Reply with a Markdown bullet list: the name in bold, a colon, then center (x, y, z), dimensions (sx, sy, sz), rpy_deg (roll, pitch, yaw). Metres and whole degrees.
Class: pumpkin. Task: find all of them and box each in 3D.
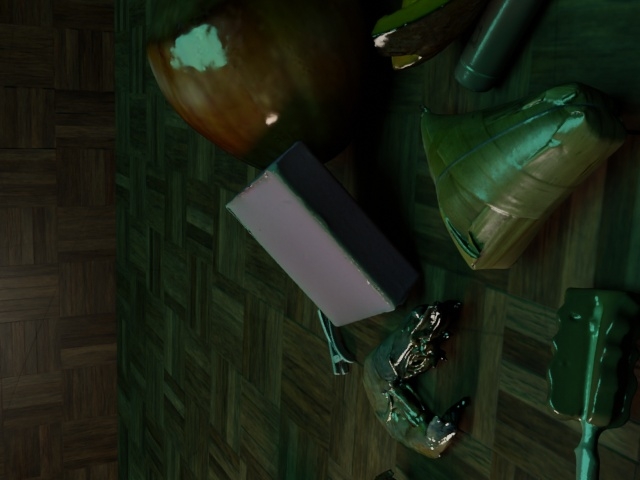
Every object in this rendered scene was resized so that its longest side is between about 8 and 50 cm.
- **pumpkin**: center (0.157, -0.289, 0.855), dimensions (0.149, 0.130, 0.254), rpy_deg (-5, 51, 26)

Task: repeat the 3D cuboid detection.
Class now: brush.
- **brush**: center (0.252, 0.193, 0.693), dimensions (0.084, 0.071, 0.301), rpy_deg (-6, 73, 58)

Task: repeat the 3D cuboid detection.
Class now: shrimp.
- **shrimp**: center (0.131, 0.197, 0.983), dimensions (0.178, 0.075, 0.289), rpy_deg (62, 143, 24)

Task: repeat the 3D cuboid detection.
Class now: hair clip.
- **hair clip**: center (0.028, 0.163, 1.214), dimensions (0.039, 0.030, 0.115), rpy_deg (-38, 60, 35)

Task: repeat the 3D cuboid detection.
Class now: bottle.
- **bottle**: center (0.200, -0.234, 0.819), dimensions (0.053, 0.053, 0.140), rpy_deg (64, 144, 36)

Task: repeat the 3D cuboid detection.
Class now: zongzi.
- **zongzi**: center (0.199, -0.126, 0.797), dimensions (0.228, 0.115, 0.256), rpy_deg (123, 146, -43)

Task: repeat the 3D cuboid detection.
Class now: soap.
- **soap**: center (0.001, -0.001, 1.051), dimensions (0.259, 0.081, 0.181), rpy_deg (47, 150, -7)

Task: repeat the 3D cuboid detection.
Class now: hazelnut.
- **hazelnut**: center (-0.085, -0.271, 1.110), dimensions (0.372, 0.315, 0.372), rpy_deg (61, 175, 9)

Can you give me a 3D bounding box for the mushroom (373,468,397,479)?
- **mushroom**: center (0.119, 0.403, 1.016), dimensions (0.135, 0.080, 0.170), rpy_deg (-45, 53, 39)
